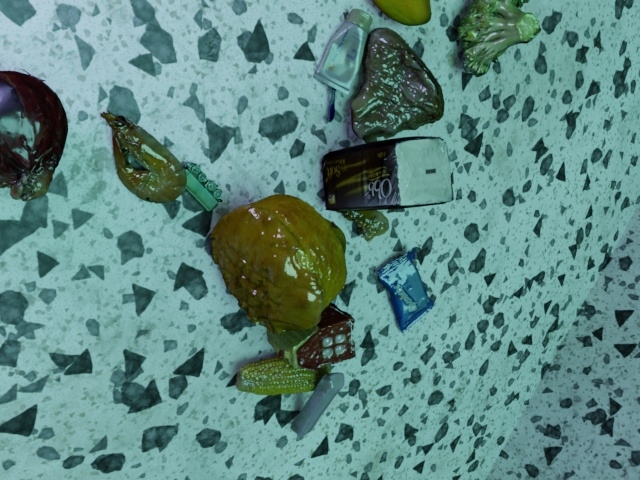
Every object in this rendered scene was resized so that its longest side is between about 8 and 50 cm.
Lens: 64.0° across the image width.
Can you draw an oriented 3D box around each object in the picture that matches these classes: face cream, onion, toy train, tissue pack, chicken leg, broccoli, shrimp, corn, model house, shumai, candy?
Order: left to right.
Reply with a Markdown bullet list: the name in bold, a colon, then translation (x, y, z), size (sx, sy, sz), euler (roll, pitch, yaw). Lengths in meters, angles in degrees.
- **onion**: translation (-0.647, -0.223, 1.003), size (0.281, 0.221, 0.281), euler (2, 85, -33)
- **shrimp**: translation (-0.441, -0.200, 1.248), size (0.145, 0.061, 0.267), euler (-31, 124, 5)
- **toy train**: translation (-0.320, -0.144, 1.370), size (0.071, 0.038, 0.148), euler (-47, 127, -10)
- **corn**: translation (-0.109, 0.434, 1.658), size (0.346, 0.130, 0.130), euler (2, 105, -33)
- **model house**: translation (-0.042, 0.303, 1.619), size (0.254, 0.196, 0.160), euler (-9, 110, -31)
- **face cream**: translation (0.077, -0.550, 1.488), size (0.114, 0.070, 0.224), euler (24, 91, -13)
- **chicken leg**: translation (0.132, -0.066, 1.693), size (0.207, 0.085, 0.101), euler (19, 108, -29)
- **tissue pack**: translation (0.185, -0.188, 1.481), size (0.210, 0.370, 0.198), euler (-5, 94, -31)
- **shumai**: translation (0.211, -0.454, 1.593), size (0.346, 0.217, 0.283), euler (38, 115, -24)
- **candy**: translation (0.329, 0.190, 1.918), size (0.187, 0.077, 0.331), euler (-35, 122, -13)
- **broccoli**: translation (0.588, -0.700, 1.688), size (0.247, 0.245, 0.288), euler (-18, 110, -19)

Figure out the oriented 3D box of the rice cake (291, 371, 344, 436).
- **rice cake**: translation (-0.013, 0.553, 1.708), size (0.072, 0.056, 0.365), euler (-7, 138, -36)

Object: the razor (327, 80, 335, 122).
- **razor**: translation (0.032, -0.430, 1.525), size (0.044, 0.028, 0.155), euler (-13, 112, -32)

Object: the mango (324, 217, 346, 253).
- **mango**: translation (0.000, 0.000, 1.607), size (0.195, 0.098, 0.137), euler (33, 90, -33)

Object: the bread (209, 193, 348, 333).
- **bread**: translation (-0.123, 0.062, 1.378), size (0.215, 0.398, 0.398), euler (-34, 123, -36)

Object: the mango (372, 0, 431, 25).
- **mango**: translation (0.220, -0.746, 1.469), size (0.176, 0.119, 0.317), euler (-26, 130, 24)
